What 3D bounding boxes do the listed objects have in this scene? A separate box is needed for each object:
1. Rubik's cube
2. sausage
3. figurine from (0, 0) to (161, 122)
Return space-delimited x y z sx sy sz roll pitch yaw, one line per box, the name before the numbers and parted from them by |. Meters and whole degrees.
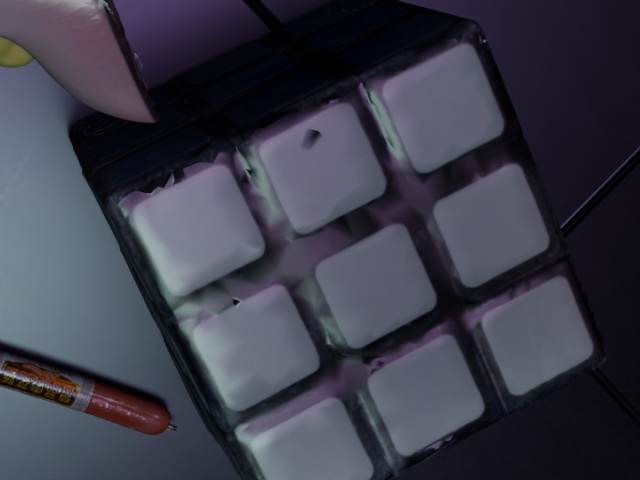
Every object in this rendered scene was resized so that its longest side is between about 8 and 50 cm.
Rubik's cube | 0.000 0.000 1.171 0.301 0.305 0.303 -27 107 -7
sausage | -0.241 0.125 1.272 0.253 0.034 0.034 20 97 -19
figurine | -0.280 -0.091 1.032 0.316 0.284 0.206 -18 83 -1
